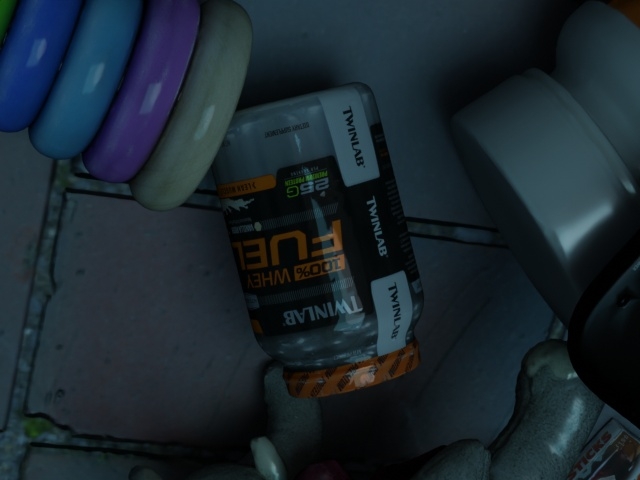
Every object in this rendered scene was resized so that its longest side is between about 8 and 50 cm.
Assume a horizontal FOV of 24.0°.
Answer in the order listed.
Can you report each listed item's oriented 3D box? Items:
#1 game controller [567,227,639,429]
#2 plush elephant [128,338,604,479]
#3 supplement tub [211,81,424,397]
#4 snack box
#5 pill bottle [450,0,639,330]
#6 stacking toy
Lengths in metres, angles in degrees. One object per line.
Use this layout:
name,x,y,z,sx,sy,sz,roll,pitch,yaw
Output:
game controller,0.287,-0.012,0.875,0.166,0.067,0.319,35,101,-32
plush elephant,0.007,0.204,1.060,0.255,0.272,0.330,27,68,11
supplement tub,0.000,0.000,0.988,0.117,0.117,0.190,-15,94,-10
snack box,0.202,0.229,1.233,0.064,0.022,0.178,37,98,-28
pill bottle,0.299,-0.105,1.002,0.392,0.224,0.224,-32,118,-2
stacking toy,-0.214,-0.137,0.902,0.330,0.141,0.141,22,106,-16
